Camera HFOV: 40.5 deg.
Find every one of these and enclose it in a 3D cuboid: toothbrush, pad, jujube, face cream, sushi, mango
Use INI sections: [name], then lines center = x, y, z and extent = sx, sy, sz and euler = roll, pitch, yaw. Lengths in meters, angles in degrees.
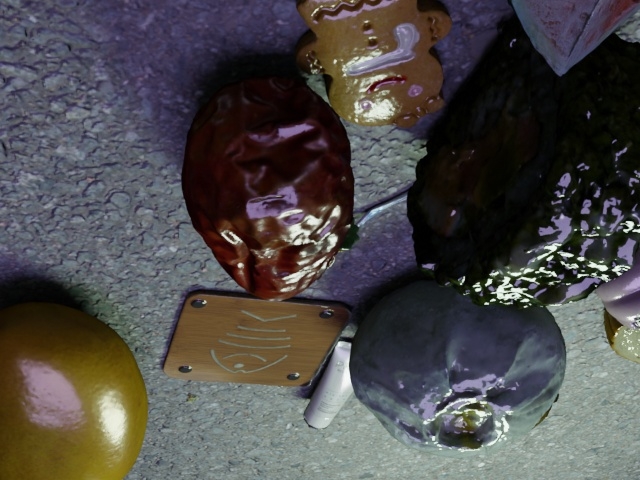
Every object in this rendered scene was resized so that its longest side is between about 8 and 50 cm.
[toothbrush]
center = 0.083, -0.041, 1.261
extent = 0.162, 0.017, 0.014
euler = -26, 146, 23
[pad]
center = -0.117, 0.180, 1.521
extent = 0.286, 0.018, 0.284
euler = 7, 141, -17
[jujube]
center = -0.066, -0.050, 1.085
extent = 0.216, 0.216, 0.342
euler = -5, 151, -3
[face cream]
center = 0.034, 0.270, 1.637
extent = 0.092, 0.058, 0.243
euler = 11, 133, -16
[sushi]
center = 0.257, -0.074, 1.024
extent = 0.178, 0.294, 0.352
euler = 13, 141, -20
[mango]
center = -0.435, 0.265, 1.408
extent = 0.300, 0.232, 0.445
euler = 1, 134, -4

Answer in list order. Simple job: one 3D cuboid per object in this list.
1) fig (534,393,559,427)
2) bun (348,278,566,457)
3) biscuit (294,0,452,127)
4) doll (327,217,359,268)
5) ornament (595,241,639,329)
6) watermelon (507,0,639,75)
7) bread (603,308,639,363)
[fig]
center = 0.388, 0.302, 1.682
extent = 0.274, 0.145, 0.170
euler = 11, 139, -40
[bun]
center = 0.229, 0.221, 1.432
extent = 0.362, 0.211, 0.362
euler = 0, 121, 1
[biscuit]
center = 0.066, -0.215, 1.015
extent = 0.184, 0.035, 0.249
euler = -13, 143, 7
[doll]
center = 0.008, -0.007, 1.267
extent = 0.078, 0.077, 0.113
euler = 49, 151, -1
[ornament]
center = 0.501, 0.044, 1.321
extent = 0.177, 0.177, 0.177
euler = -5, 143, -4
[watermelon]
center = 0.274, -0.313, 0.800
extent = 0.224, 0.180, 0.305
euler = 11, 136, -7
[bread]
center = 0.622, 0.139, 1.552
extent = 0.236, 0.070, 0.236
euler = -4, 143, -3
